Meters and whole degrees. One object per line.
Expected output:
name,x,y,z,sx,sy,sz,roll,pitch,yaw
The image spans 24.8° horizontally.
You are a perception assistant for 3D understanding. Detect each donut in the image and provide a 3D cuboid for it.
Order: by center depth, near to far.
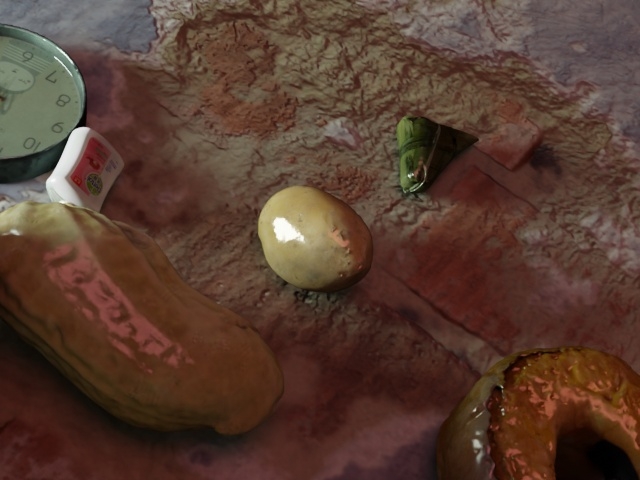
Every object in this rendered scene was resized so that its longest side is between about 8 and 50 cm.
donut,0.260,0.264,1.475,0.317,0.150,0.299,40,57,14

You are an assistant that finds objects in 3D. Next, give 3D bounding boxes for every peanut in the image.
peanut,-0.199,0.086,1.472,0.340,0.158,0.174,42,17,11

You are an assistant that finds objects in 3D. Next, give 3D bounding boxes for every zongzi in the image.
zongzi,0.148,-0.096,1.778,0.113,0.052,0.104,14,58,-23

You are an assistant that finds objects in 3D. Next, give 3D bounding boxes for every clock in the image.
clock,-0.374,-0.162,1.672,0.214,0.042,0.215,8,53,-11

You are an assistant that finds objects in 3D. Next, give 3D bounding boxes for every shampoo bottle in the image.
shampoo bottle,-0.265,-0.069,1.622,0.072,0.043,0.099,48,44,-30

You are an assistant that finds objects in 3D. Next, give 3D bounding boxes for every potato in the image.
potato,-0.002,-0.002,1.627,0.147,0.112,0.112,39,53,23
